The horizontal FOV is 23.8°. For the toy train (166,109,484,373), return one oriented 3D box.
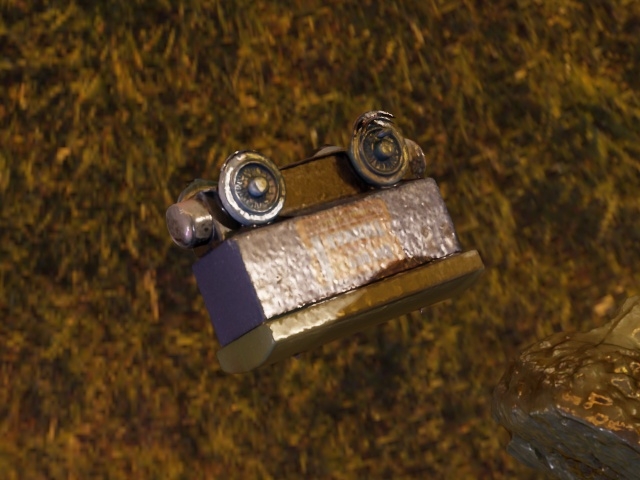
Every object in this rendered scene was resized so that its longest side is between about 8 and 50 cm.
[{"bbox_3d":[0.000,0.000,1.470,0.300,0.202,0.131,-18,174,-34],"label":"toy train"}]

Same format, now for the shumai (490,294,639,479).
[{"bbox_3d":[0.307,0.142,1.467,0.218,0.256,0.189,-50,143,-27],"label":"shumai"}]
